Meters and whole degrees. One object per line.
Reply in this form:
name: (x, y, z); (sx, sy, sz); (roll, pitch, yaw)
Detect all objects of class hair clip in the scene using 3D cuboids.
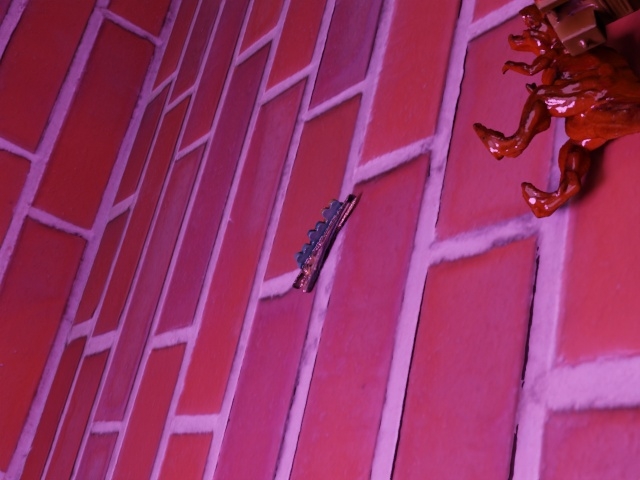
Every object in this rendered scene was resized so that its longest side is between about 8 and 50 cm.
hair clip: (-0.001, 0.000, 1.286); (0.173, 0.049, 0.049); (-62, 28, 9)

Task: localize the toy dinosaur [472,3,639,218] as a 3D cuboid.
toy dinosaur: (0.275, -0.119, 0.855); (0.208, 0.097, 0.432); (-45, 36, 11)

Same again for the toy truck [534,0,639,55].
toy truck: (0.331, -0.294, 0.816); (0.257, 0.127, 0.127); (-26, 53, 29)
